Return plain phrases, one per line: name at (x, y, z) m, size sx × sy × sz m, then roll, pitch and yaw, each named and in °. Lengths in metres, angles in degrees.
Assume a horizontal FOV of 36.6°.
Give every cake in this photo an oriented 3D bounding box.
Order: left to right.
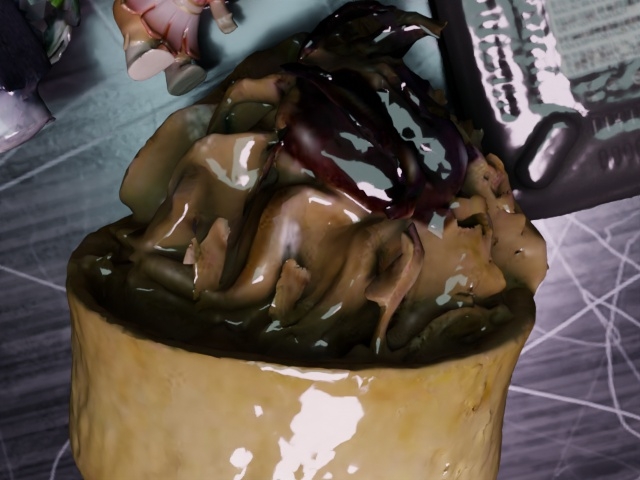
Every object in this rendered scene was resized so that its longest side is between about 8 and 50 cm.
cake at (-0.009, 0.000, 0.648) m, size 0.332 × 0.332 × 0.321 m, roll 6°, pitch 108°, yaw 0°

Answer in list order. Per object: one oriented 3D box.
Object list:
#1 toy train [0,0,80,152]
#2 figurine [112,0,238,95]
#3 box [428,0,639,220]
toy train at (-0.336, -0.179, 0.680) m, size 0.248 × 0.173 × 0.307 m, roll -23°, pitch 108°, yaw 18°
figurine at (-0.077, -0.206, 0.684) m, size 0.195 × 0.111 × 0.102 m, roll -39°, pitch 65°, yaw 19°
box at (0.230, -0.173, 0.706) m, size 0.289 × 0.073 × 0.289 m, roll -15°, pitch 108°, yaw 7°
